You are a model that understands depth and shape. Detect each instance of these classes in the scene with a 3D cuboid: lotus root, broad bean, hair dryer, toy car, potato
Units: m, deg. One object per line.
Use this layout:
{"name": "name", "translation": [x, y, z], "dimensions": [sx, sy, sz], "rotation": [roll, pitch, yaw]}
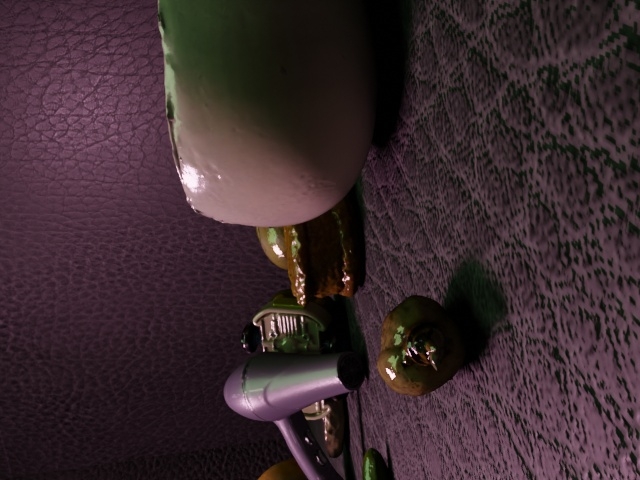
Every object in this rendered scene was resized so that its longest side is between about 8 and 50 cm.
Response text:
{"name": "lotus root", "translation": [0.073, 0.079, 0.462], "dimensions": [0.152, 0.063, 0.072], "rotation": [77, -148, -78]}
{"name": "broad bean", "translation": [0.088, 0.390, 0.823], "dimensions": [0.069, 0.039, 0.227], "rotation": [80, 179, -56]}
{"name": "hair dryer", "translation": [0.006, 0.347, 1.089], "dimensions": [0.301, 0.121, 0.361], "rotation": [-21, 102, 43]}
{"name": "toy car", "translation": [-0.027, 0.206, 1.253], "dimensions": [0.198, 0.204, 0.248], "rotation": [-50, -41, -63]}
{"name": "potato", "translation": [-0.052, -0.042, 1.187], "dimensions": [0.251, 0.159, 0.174], "rotation": [-79, 8, -79]}

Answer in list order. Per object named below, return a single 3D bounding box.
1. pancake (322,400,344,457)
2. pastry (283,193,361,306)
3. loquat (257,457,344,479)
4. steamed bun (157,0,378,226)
{"name": "pancake", "translation": [0.021, 0.346, 1.441], "dimensions": [0.294, 0.049, 0.294], "rotation": [175, 90, -88]}
{"name": "pastry", "translation": [0.000, 0.000, 0.932], "dimensions": [0.189, 0.103, 0.189], "rotation": [173, 90, -84]}
{"name": "loquat", "translation": [-0.045, 0.621, 1.399], "dimensions": [0.263, 0.263, 0.263], "rotation": [174, 90, -85]}
{"name": "steamed bun", "translation": [-0.047, -0.175, 0.657], "dimensions": [0.324, 0.206, 0.324], "rotation": [175, 90, -86]}
